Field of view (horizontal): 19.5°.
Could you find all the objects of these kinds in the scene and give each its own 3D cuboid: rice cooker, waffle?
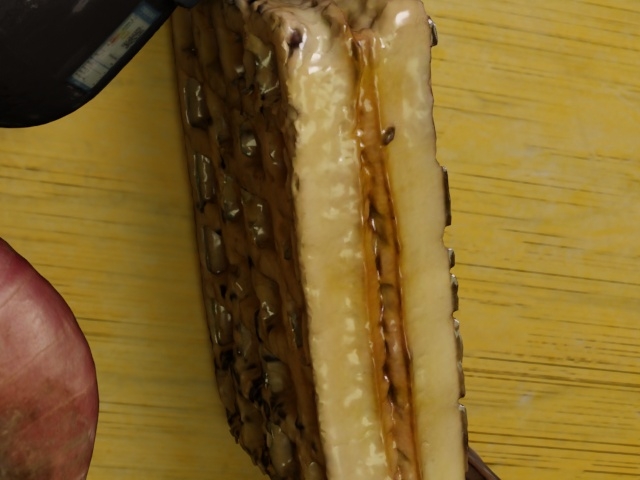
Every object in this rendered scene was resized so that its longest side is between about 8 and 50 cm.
[{"bbox_3d":[-0.196,-0.201,1.133,0.224,0.267,0.267,-46,115,5],"label":"rice cooker"},{"bbox_3d":[0.001,0.000,1.262,0.114,0.261,0.376,-13,110,-20],"label":"waffle"}]

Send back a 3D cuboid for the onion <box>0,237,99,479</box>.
[{"bbox_3d":[-0.304,0.122,1.180,0.354,0.353,0.353,-6,107,-18],"label":"onion"}]

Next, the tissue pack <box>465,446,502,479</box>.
[{"bbox_3d":[0.098,0.284,1.356,0.239,0.305,0.238,-5,107,-18],"label":"tissue pack"}]
